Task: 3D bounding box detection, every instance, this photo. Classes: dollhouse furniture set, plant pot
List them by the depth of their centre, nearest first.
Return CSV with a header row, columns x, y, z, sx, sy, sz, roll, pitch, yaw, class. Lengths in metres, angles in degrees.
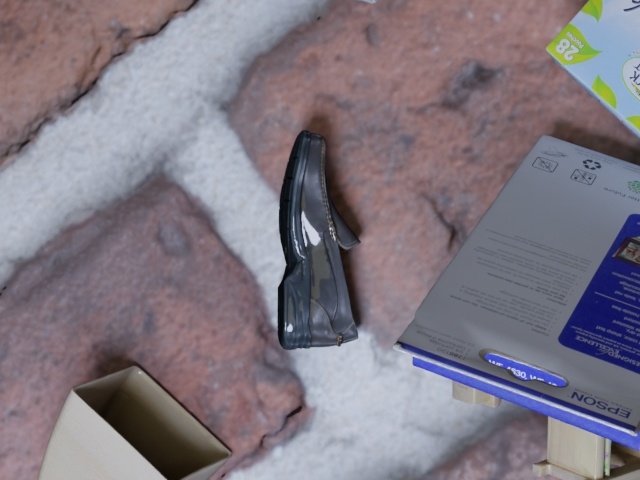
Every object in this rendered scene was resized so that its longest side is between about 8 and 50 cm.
x,y,z,sx,sy,sz,roll,pitch,yaw,class
0.178,0.138,1.441,0.161,0.101,0.182,17,112,49,dollhouse furniture set
-0.155,0.175,1.496,0.109,0.109,0.096,41,108,13,plant pot

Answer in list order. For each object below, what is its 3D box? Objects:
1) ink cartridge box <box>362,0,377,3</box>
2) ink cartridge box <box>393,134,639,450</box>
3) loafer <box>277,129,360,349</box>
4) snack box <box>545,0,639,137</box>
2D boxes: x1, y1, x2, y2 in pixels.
x,y,z,sx,sy,sz,roll,pitch,yaw,class
-0.059,-0.256,1.471,0.212,0.154,0.093,16,89,16,ink cartridge box
0.173,0.041,1.315,0.165,0.332,0.065,21,122,15,ink cartridge box
0.000,0.000,1.496,0.061,0.062,0.170,2,90,-8,loafer
0.296,-0.154,1.395,0.207,0.070,0.174,-49,57,7,snack box
